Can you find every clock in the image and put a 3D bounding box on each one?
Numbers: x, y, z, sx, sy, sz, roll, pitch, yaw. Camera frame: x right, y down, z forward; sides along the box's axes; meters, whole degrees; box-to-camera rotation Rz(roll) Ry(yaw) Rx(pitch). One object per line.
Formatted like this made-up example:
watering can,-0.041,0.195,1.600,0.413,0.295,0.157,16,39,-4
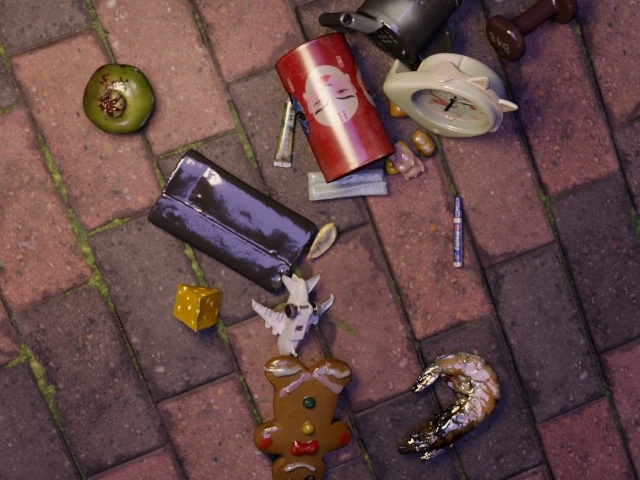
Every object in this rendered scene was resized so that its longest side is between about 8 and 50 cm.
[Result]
clock,0.343,-0.369,1.713,0.265,0.324,0.108,32,76,-34

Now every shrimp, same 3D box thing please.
shrimp,0.349,0.469,1.950,0.365,0.071,0.233,-35,89,-2

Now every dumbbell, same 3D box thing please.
dumbbell,0.573,-0.601,1.837,0.225,0.124,0.140,-38,55,-4

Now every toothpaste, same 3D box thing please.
toothpaste,-0.091,-0.301,1.834,0.049,0.031,0.204,7,97,-8

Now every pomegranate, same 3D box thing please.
pomegranate,-0.512,-0.341,1.695,0.179,0.210,0.179,3,135,3

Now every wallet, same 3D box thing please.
wallet,-0.236,-0.049,1.822,0.406,0.062,0.228,31,91,-9

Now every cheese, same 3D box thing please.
cheese,-0.325,0.179,1.777,0.126,0.171,0.093,10,94,-9

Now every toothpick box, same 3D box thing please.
toothpick box,0.039,-0.338,1.743,0.204,0.204,0.333,-25,91,-4

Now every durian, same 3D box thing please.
durian,0.008,0.006,1.859,0.052,0.066,0.130,35,99,-9

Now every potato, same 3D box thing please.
potato,0.287,-0.270,1.880,0.051,0.040,0.083,-40,100,-15

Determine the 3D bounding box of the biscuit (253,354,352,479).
biscuit,-0.041,0.525,1.862,0.283,0.064,0.432,5,104,-17

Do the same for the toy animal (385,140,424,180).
toy animal,0.228,-0.212,1.857,0.091,0.082,0.114,-41,100,-1

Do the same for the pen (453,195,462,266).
pen,0.391,-0.024,1.924,0.025,0.025,0.204,-2,96,-7

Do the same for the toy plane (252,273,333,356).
toy plane,-0.071,0.214,1.835,0.251,0.101,0.255,0,110,-32

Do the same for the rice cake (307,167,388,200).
rice cake,0.076,-0.157,1.863,0.222,0.042,0.080,-4,91,-6

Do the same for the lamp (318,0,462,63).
lamp,0.225,-0.615,1.755,0.374,0.205,0.272,18,98,-25

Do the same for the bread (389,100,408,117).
bread,0.223,-0.390,1.857,0.062,0.049,0.103,0,97,-7
